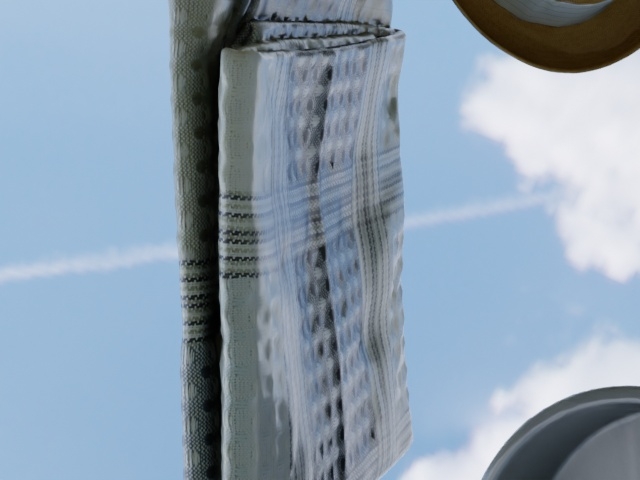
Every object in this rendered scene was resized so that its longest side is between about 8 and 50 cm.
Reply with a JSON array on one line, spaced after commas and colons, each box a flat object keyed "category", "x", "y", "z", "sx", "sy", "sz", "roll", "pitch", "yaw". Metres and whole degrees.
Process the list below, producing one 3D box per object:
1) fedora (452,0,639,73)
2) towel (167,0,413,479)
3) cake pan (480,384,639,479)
[{"category": "fedora", "x": 0.148, "y": -0.191, "z": 1.004, "sx": 0.194, "sy": 0.079, "sz": 0.194, "roll": 7, "pitch": -106, "yaw": -27}, {"category": "towel", "x": 0.000, "y": 0.000, "z": 0.998, "sx": 0.056, "sy": 0.324, "sz": 0.312, "roll": 0, "pitch": -174, "yaw": 21}, {"category": "cake pan", "x": 0.207, "y": 0.227, "z": 1.045, "sx": 0.054, "sy": 0.293, "sz": 0.293, "roll": -6, "pitch": -139, "yaw": -45}]
